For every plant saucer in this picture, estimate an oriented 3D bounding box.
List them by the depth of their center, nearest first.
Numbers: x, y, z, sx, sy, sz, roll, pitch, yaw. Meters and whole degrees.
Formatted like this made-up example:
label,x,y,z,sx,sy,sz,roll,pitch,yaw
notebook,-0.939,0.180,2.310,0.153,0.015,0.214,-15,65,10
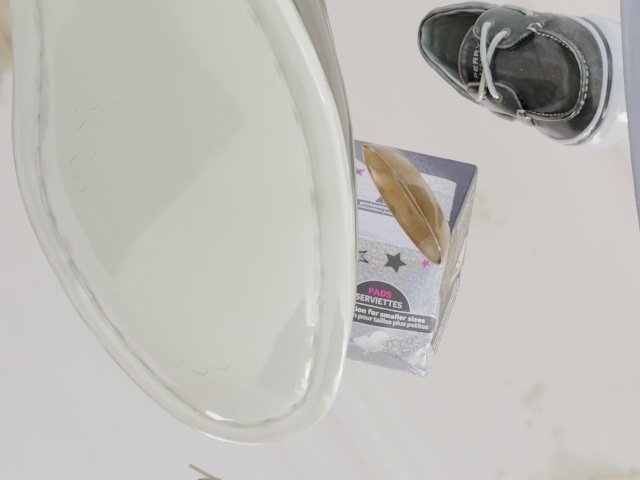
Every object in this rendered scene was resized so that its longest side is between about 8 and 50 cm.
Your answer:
label,x,y,z,sx,sy,sz,roll,pitch,yaw
plant saucer,0.052,-0.024,1.115,0.083,0.015,0.083,55,-8,11

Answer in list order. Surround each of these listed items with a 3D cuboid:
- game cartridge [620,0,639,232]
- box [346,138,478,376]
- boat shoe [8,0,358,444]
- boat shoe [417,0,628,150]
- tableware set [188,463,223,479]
label,x,y,z,sx,sy,sz,roll,pitch,yaw
game cartridge,0.222,-0.038,1.049,0.060,0.196,0.294,-9,-104,23
box,0.000,0.000,1.729,0.247,0.163,0.142,12,-56,10
boat shoe,-0.049,-0.084,0.595,0.109,0.091,0.305,-9,-68,21
boat shoe,0.179,-0.152,1.743,0.335,0.119,0.121,-153,-111,-69
tableware set,-0.063,0.260,1.735,0.104,0.024,0.154,23,-23,30
